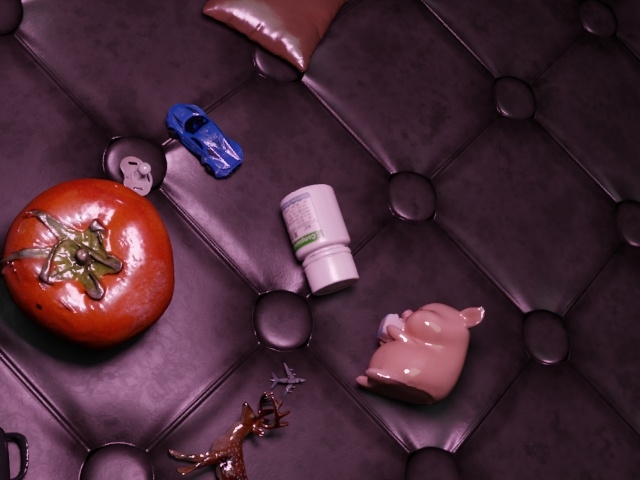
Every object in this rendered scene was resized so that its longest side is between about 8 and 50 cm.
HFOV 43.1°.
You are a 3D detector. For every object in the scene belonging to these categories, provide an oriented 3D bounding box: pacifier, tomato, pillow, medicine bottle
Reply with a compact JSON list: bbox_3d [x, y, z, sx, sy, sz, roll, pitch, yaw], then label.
[{"bbox_3d":[-0.408,-0.152,1.839,0.081,0.078,0.099,-1,68,-43],"label":"pacifier"},{"bbox_3d":[-0.461,0.054,1.635,0.341,0.273,0.341,2,79,-9],"label":"tomato"},{"bbox_3d":[-0.107,-0.617,2.114,0.307,0.108,0.305,30,64,-8],"label":"pillow"},{"bbox_3d":[0.000,0.000,1.897,0.139,0.139,0.237,-13,76,-24],"label":"medicine bottle"}]

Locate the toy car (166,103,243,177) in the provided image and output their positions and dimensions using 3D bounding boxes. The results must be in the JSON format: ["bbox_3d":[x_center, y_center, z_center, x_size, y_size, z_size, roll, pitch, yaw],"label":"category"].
[{"bbox_3d":[-0.275,-0.246,1.931,0.216,0.063,0.103,45,62,1],"label":"toy car"}]

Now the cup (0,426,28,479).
[{"bbox_3d":[-0.632,0.428,1.491,0.223,0.169,0.177,-1,71,-54],"label":"cup"}]

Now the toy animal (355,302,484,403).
[{"bbox_3d":[0.226,0.254,1.862,0.213,0.195,0.256,26,65,0],"label":"toy animal"}]

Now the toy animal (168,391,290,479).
[{"bbox_3d":[-0.181,0.455,1.694,0.260,0.087,0.244,-8,86,-25],"label":"toy animal"}]

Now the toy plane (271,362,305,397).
[{"bbox_3d":[-0.072,0.312,1.808,0.084,0.024,0.078,4,87,-19],"label":"toy plane"}]
